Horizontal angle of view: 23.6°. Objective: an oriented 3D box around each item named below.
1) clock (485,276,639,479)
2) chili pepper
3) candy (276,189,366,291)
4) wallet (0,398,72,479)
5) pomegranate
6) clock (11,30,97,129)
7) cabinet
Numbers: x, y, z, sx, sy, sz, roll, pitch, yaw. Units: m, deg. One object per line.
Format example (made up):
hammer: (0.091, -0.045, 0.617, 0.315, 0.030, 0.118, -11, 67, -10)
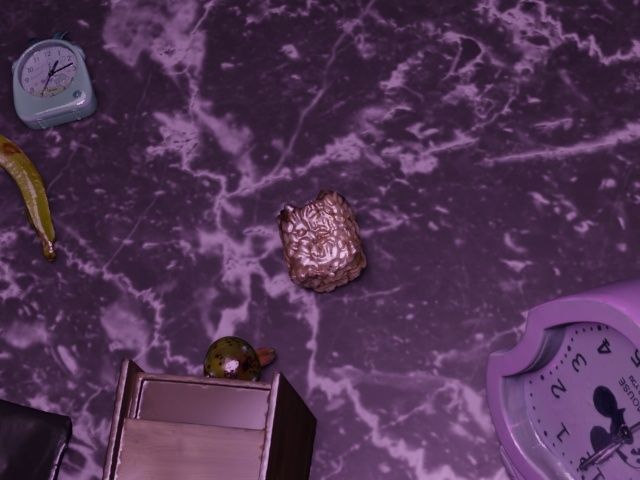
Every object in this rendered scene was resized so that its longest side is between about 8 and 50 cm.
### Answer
clock: (0.317, 0.204, 1.566, 0.102, 0.338, 0.338, -16, 63, -33)
chili pepper: (-0.369, -0.069, 1.904, 0.049, 0.043, 0.208, -30, 68, -16)
candy: (0.000, 0.000, 1.794, 0.095, 0.085, 0.110, -24, 71, 11)
wallet: (-0.436, 0.243, 1.804, 0.285, 0.030, 0.146, 13, 69, 13)
pomegranate: (-0.092, 0.147, 1.762, 0.085, 0.073, 0.073, 4, 69, -5)
clock: (-0.341, -0.212, 1.953, 0.101, 0.041, 0.135, -13, 67, 5)
cabinet: (-0.115, 0.231, 1.652, 0.175, 0.215, 0.148, 4, 70, 11)
